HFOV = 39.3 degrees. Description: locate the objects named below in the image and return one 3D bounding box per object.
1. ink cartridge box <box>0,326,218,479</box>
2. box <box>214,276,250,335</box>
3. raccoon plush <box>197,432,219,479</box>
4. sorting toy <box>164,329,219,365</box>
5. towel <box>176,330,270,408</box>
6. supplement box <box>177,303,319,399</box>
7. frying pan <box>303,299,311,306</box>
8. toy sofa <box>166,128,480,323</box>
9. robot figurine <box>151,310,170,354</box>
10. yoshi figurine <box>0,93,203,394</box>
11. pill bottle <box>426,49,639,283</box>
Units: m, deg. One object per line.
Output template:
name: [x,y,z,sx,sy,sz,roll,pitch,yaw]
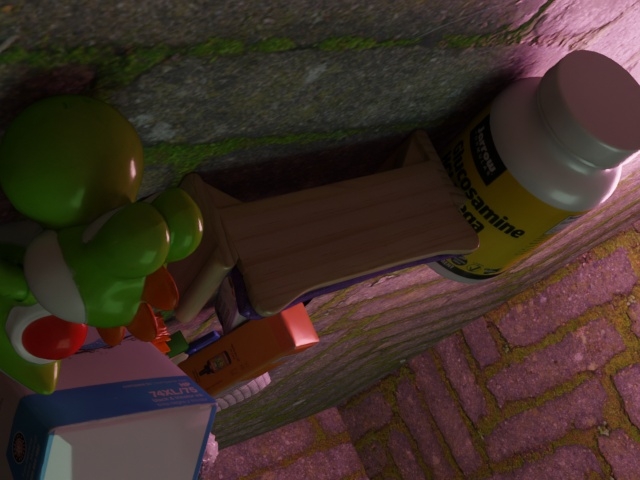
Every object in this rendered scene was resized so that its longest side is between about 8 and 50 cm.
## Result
ink cartridge box: [-0.285,0.203,0.977,0.197,0.270,0.198,0,114,-44]
box: [-0.108,0.070,1.349,0.067,0.063,0.324,-19,164,-17]
raccoon plush: [-0.290,0.330,1.458,0.299,0.216,0.446,-56,174,31]
sorting toy: [-0.333,0.227,1.510,0.348,0.047,0.196,-31,172,8]
towel: [-0.247,0.280,1.738,0.284,0.121,0.235,-25,167,-6]
supplement box: [-0.119,0.182,1.438,0.233,0.078,0.080,-31,166,27]
frying pan: [0.020,0.027,1.432,0.197,0.053,0.326,-25,167,1]
toy sofa: [0.000,0.000,1.072,0.363,0.177,0.150,-16,162,-34]
robot figurine: [-0.368,0.194,1.310,0.291,0.085,0.211,-34,162,28]
yoshi figurine: [-0.243,-0.011,0.764,0.362,0.203,0.203,-20,131,41]
pill bottle: [0.259,-0.090,1.158,0.188,0.187,0.334,-15,161,-33]
